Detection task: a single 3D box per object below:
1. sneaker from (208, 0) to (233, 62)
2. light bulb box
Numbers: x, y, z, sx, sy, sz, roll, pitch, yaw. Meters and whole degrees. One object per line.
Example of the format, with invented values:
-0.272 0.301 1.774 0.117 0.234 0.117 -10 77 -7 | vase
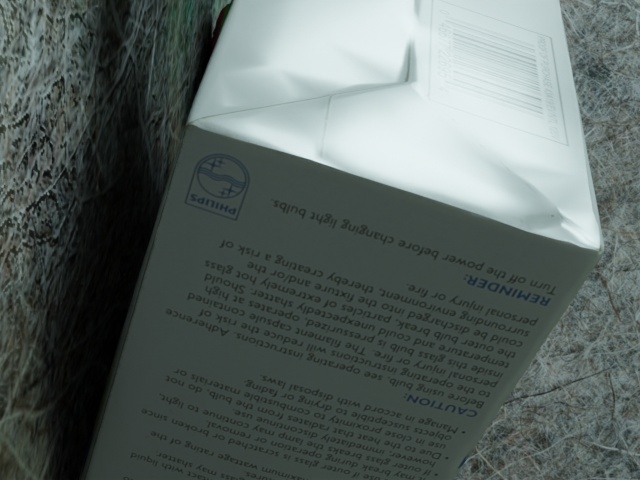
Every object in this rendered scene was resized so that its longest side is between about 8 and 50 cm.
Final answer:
0.054 -0.241 0.971 0.483 0.202 0.185 -51 -155 18 | sneaker
0.000 0.000 0.736 0.358 0.225 0.361 -80 -170 -51 | light bulb box
